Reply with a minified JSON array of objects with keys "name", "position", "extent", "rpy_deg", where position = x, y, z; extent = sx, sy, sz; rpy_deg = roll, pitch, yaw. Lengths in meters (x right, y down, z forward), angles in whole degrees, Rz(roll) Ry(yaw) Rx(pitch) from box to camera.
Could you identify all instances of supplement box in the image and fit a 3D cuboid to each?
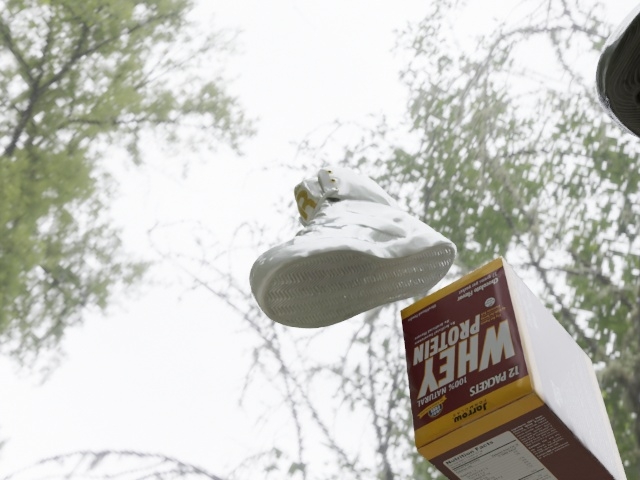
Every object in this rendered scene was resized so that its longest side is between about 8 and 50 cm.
[{"name":"supplement box","position":[0.194,0.162,1.070],"extent":[0.129,0.191,0.194],"rpy_deg":[-31,-56,22]}]

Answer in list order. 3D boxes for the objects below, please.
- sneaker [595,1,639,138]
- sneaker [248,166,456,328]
[{"name":"sneaker","position":[0.397,-0.222,0.966],"extent":[0.448,0.257,0.169],"rpy_deg":[-30,-74,-12]},{"name":"sneaker","position":[0.000,0.000,1.165],"extent":[0.169,0.293,0.108],"rpy_deg":[43,-58,31]}]
